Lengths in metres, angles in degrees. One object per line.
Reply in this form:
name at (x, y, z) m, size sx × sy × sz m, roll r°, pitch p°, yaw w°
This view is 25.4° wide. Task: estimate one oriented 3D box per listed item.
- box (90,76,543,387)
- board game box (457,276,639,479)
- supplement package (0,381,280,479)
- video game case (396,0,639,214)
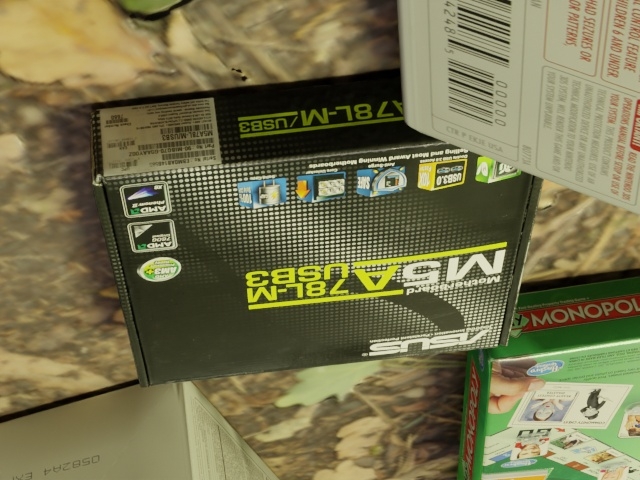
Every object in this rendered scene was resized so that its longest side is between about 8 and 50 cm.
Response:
box at (0.000, 0.000, 0.651) m, size 0.191 × 0.045 × 0.184 m, roll -6°, pitch 145°, yaw -5°
board game box at (0.240, 0.098, 0.823) m, size 0.317 × 0.046 × 0.213 m, roll -7°, pitch 137°, yaw -6°
supplement package at (-0.116, 0.240, 0.851) m, size 0.199 × 0.198 × 0.262 m, roll -16°, pitch 147°, yaw 10°
video game case at (0.155, -0.093, 0.391) m, size 0.300 × 0.036 × 0.329 m, roll 23°, pitch 151°, yaw 19°
